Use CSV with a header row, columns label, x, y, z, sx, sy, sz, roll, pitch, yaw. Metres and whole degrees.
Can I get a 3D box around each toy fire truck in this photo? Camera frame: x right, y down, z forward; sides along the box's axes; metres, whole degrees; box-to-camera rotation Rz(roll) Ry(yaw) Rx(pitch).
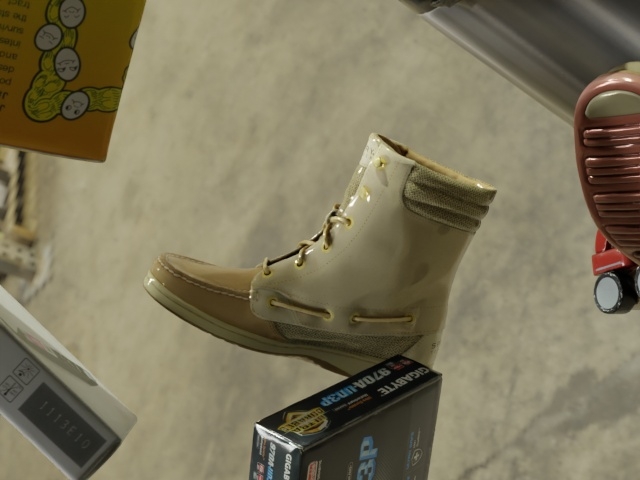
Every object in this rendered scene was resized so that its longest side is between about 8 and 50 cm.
label,x,y,z,sx,sy,sz,roll,pitch,yaw
toy fire truck,0.440,-0.036,1.794,0.217,0.158,0.246,-23,68,57

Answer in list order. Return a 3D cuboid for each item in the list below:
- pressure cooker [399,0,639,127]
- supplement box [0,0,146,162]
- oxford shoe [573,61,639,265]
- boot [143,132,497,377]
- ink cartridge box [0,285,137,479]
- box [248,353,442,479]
label,x,y,z,sx,sy,sz,roll,pitch,yaw
pressure cooker,0.246,-0.318,1.282,0.375,0.420,0.370,-59,12,-14
supplement box,-0.221,-0.263,0.971,0.194,0.195,0.356,47,123,58
oxford shoe,0.353,-0.038,1.249,0.140,0.397,0.146,3,53,41
boot,0.000,0.000,1.149,0.095,0.262,0.203,-92,21,-73
ink cartridge box,-0.276,0.083,1.200,0.060,0.275,0.239,-46,2,1
box,0.014,0.217,1.082,0.051,0.175,0.220,24,118,35
